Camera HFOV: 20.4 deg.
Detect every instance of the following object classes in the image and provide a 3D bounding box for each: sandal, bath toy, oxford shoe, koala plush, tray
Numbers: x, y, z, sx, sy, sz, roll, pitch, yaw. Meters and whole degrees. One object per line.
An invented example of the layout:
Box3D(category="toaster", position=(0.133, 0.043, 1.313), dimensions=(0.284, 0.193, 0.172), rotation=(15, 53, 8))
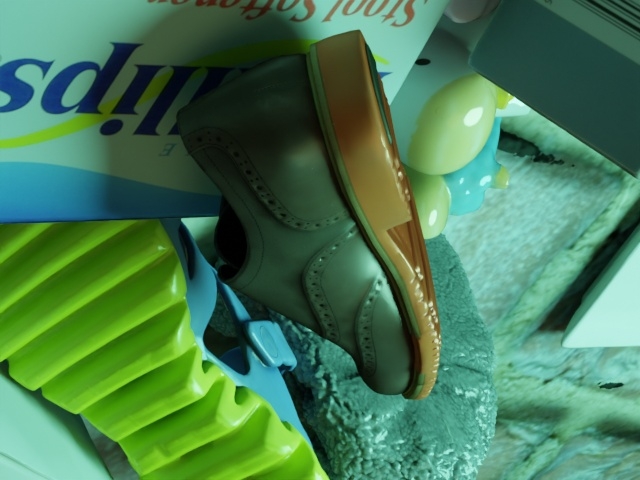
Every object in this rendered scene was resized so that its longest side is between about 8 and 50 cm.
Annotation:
Box3D(category="sandal", position=(-0.101, 0.042, 1.010), dimensions=(0.126, 0.138, 0.317), rotation=(-21, 124, 14))
Box3D(category="bath toy", position=(0.078, -0.158, 0.972), dimensions=(0.129, 0.151, 0.348), rotation=(11, 135, -3))
Box3D(category="oxford shoe", position=(0.000, 0.000, 0.874), dimensions=(0.098, 0.097, 0.271), rotation=(-14, 143, 4))
Box3D(category="koala plush", position=(-0.002, 0.126, 1.214), dimensions=(0.196, 0.203, 0.221), rotation=(-2, 147, -39))
Box3D(category="tray", position=(0.303, -0.017, 1.423), dimensions=(0.145, 0.030, 0.270), rotation=(1, 133, -43))

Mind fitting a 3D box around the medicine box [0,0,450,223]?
Box3D(category="medicine box", position=(-0.070, -0.158, 0.811), dimensions=(0.263, 0.149, 0.289), rotation=(-3, 135, -39))

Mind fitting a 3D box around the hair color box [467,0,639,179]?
Box3D(category="hair color box", position=(0.239, -0.149, 0.990), dimensions=(0.374, 0.114, 0.185), rotation=(-12, 134, -61))

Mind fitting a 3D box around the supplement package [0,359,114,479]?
Box3D(category="supplement package", position=(-0.288, 0.157, 0.990), dimensions=(0.293, 0.177, 0.175), rotation=(-39, 147, 5))
